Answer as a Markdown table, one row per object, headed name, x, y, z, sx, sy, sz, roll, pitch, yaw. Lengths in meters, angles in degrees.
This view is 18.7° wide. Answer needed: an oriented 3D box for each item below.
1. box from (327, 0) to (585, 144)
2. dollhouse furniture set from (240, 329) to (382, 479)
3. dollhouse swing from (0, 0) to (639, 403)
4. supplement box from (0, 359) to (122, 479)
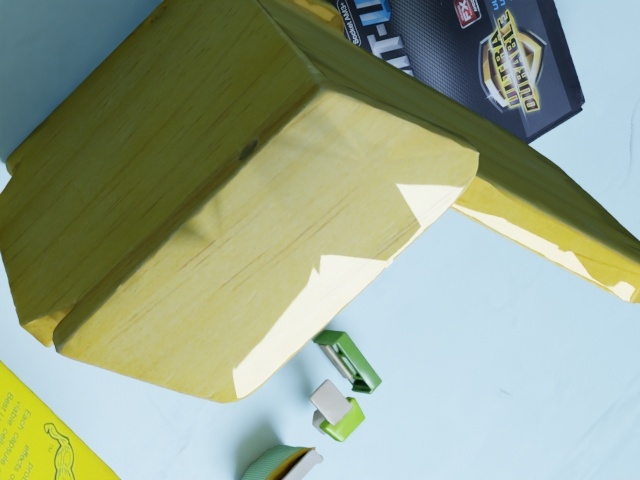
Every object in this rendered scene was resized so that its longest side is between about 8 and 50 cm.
| name | x | y | z | sx | sy | sz | roll | pitch | yaw |
| --- | --- | --- | --- | --- | --- | --- | --- | --- | --- |
| box | 0.050 | -0.172 | 1.560 | 0.293 | 0.073 | 0.295 | -32 | 116 | -25 |
| dollhouse furniture set | -0.019 | 0.146 | 1.591 | 0.151 | 0.076 | 0.058 | -45 | 109 | -19 |
| dollhouse swing | 0.000 | 0.000 | 1.336 | 0.315 | 0.347 | 0.305 | -44 | 116 | 4 |
| supplement box | -0.280 | 0.198 | 1.312 | 0.356 | 0.194 | 0.195 | 50 | 47 | -32 |
